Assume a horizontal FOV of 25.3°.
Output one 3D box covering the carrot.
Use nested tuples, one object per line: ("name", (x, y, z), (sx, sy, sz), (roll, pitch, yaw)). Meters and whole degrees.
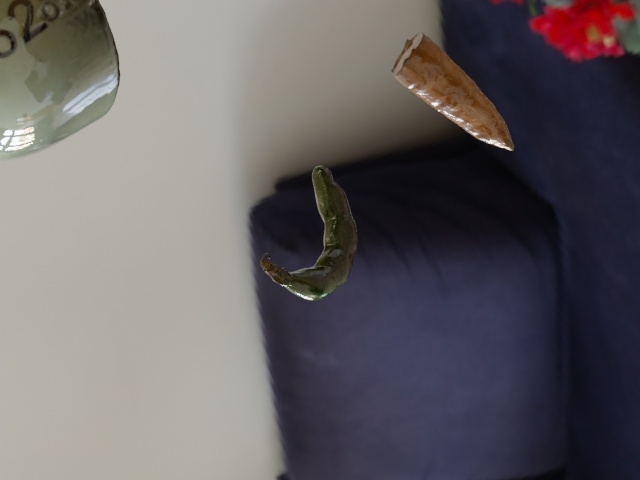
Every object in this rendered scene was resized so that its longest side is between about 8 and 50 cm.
("carrot", (0.181, -0.181, 1.859), (0.205, 0.072, 0.072), (41, 171, -17))

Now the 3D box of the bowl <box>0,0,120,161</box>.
("bowl", (-0.412, -0.217, 1.558), (0.354, 0.185, 0.353), (28, 146, 21))

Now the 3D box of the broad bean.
("broad bean", (0.000, 0.000, 2.258), (0.049, 0.292, 0.144), (-30, 110, 37))
